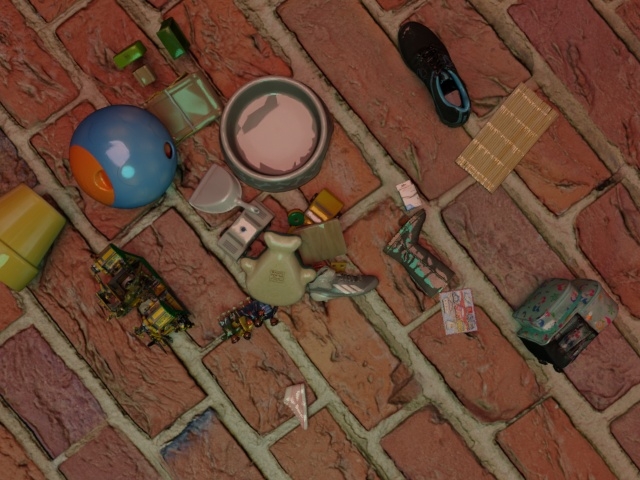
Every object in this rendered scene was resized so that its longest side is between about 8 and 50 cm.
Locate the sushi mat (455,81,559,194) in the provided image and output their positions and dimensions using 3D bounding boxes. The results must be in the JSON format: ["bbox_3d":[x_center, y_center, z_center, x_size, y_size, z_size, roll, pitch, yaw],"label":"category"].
[{"bbox_3d":[0.553,-0.304,1.861,0.151,0.019,0.316,40,90,2],"label":"sushi mat"}]

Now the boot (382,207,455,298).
[{"bbox_3d":[0.309,0.037,1.830,0.208,0.076,0.189,40,104,8],"label":"boot"}]

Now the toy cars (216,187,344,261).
[{"bbox_3d":[-0.118,-0.047,1.831,0.393,0.087,0.176,-9,88,1],"label":"toy cars"}]

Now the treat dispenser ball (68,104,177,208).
[{"bbox_3d":[-0.542,-0.231,1.742,0.288,0.288,0.288,0,89,1],"label":"treat dispenser ball"}]

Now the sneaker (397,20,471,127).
[{"bbox_3d":[0.340,-0.494,1.808,0.125,0.139,0.341,-32,87,2],"label":"sneaker"}]

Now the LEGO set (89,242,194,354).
[{"bbox_3d":[-0.533,0.183,1.757,0.192,0.255,0.331,-44,85,0],"label":"LEGO set"}]

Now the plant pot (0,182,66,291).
[{"bbox_3d":[-0.864,-0.023,1.778,0.254,0.254,0.239,40,74,1],"label":"plant pot"}]

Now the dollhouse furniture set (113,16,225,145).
[{"bbox_3d":[-0.437,-0.465,1.855,0.197,0.151,0.301,-29,117,7],"label":"dollhouse furniture set"}]

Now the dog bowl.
[{"bbox_3d":[-0.132,-0.317,1.831,0.349,0.102,0.349,0,89,2],"label":"dog bowl"}]

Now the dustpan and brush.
[{"bbox_3d":[-0.265,-0.126,1.830,0.211,0.060,0.147,23,76,32],"label":"dustpan and brush"}]

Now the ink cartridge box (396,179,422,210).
[{"bbox_3d":[0.261,-0.134,1.857,0.048,0.028,0.083,-23,88,0],"label":"ink cartridge box"}]

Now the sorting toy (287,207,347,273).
[{"bbox_3d":[0.000,0.000,1.790,0.132,0.046,0.274,-16,131,3],"label":"sorting toy"}]

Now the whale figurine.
[{"bbox_3d":[-0.114,0.060,1.761,0.216,0.141,0.272,9,133,-1],"label":"whale figurine"}]

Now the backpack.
[{"bbox_3d":[0.681,0.210,1.749,0.253,0.225,0.191,-38,94,-4],"label":"backpack"}]

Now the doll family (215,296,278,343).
[{"bbox_3d":[-0.206,0.231,1.836,0.193,0.076,0.111,-33,84,-3],"label":"doll family"}]

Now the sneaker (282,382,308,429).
[{"bbox_3d":[-0.073,0.487,1.840,0.070,0.051,0.134,-7,86,2],"label":"sneaker"}]

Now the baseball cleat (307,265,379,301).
[{"bbox_3d":[0.065,0.118,1.821,0.206,0.072,0.109,-15,120,1],"label":"baseball cleat"}]

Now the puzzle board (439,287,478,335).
[{"bbox_3d":[0.407,0.211,1.857,0.096,0.011,0.128,-9,88,0],"label":"puzzle board"}]
